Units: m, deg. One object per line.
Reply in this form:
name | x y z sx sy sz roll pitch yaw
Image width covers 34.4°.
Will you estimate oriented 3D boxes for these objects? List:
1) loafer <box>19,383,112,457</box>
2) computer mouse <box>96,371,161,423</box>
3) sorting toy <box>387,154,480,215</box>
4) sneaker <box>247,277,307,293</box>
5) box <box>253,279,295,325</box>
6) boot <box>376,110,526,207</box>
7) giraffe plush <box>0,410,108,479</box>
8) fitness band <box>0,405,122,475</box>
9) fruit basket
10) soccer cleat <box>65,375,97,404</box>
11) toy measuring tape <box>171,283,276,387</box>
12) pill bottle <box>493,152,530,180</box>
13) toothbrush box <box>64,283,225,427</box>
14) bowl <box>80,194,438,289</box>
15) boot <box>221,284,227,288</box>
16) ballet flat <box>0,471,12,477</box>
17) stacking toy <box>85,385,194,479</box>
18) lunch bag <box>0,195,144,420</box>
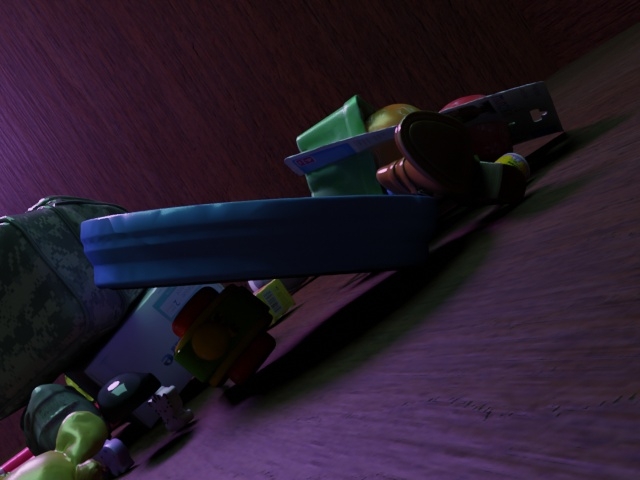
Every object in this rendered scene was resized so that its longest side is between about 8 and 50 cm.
loafer | -0.356 0.258 1.431 0.112 0.111 0.319 -40 -4 -24
computer mouse | -0.224 0.172 1.189 0.071 0.041 0.242 -38 1 -13
sorting toy | 0.101 -0.019 1.409 0.196 0.047 0.347 -17 -14 -29
sneaker | 0.000 0.000 1.986 0.295 0.124 0.178 -34 -7 -25
box | -0.152 0.149 1.702 0.232 0.058 0.087 -33 3 32
boot | 0.113 -0.081 1.149 0.152 0.197 0.073 4 71 51
giraffe plush | -0.220 0.197 0.719 0.170 0.181 0.210 -13 -6 6
fitness band | -0.453 0.356 1.759 0.291 0.054 0.209 -37 4 -33
fruit basket | 0.162 -0.121 1.459 0.353 0.166 0.327 -11 -9 16
soccer cleat | -0.349 0.246 1.732 0.178 0.060 0.072 13 14 27
toy measuring tape | -0.109 0.115 1.248 0.121 0.121 0.330 -35 -6 -5
pill bottle | 0.217 -0.072 1.244 0.043 0.043 0.083 -32 4 45
toothbrush box | -0.253 0.152 1.532 0.216 0.126 0.295 -51 12 -17
bowl | -0.064 0.006 1.138 0.391 0.077 0.391 -5 -2 0
boot | -0.259 0.190 1.996 0.203 0.095 0.262 -35 6 17
ballet flat | -0.402 0.332 1.338 0.072 0.068 0.213 -35 2 -9
stacking toy | -0.261 0.254 1.175 0.221 0.052 0.167 -33 2 40
lunch bag | -0.396 0.087 1.472 0.305 0.212 0.256 -41 -5 25
